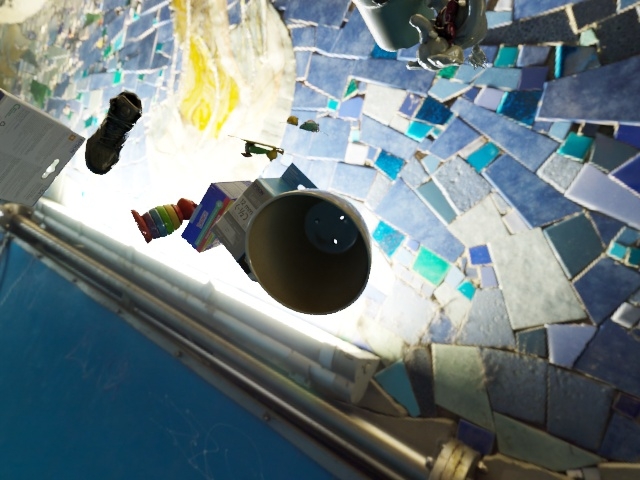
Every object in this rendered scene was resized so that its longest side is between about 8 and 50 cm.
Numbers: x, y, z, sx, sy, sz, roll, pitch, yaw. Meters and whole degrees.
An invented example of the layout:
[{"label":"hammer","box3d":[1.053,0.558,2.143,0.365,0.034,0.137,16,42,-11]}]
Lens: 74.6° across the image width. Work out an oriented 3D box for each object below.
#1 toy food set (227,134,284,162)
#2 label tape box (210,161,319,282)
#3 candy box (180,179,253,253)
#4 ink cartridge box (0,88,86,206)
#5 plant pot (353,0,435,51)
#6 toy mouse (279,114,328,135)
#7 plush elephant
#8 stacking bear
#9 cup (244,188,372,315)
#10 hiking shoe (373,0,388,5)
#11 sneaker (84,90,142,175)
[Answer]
[{"label":"toy food set","box3d":[-0.250,-0.351,1.650,0.217,0.071,0.128,17,-169,15]},{"label":"label tape box","box3d":[-0.156,-0.069,1.359,0.249,0.348,0.115,47,-168,24]},{"label":"candy box","box3d":[-0.391,-0.109,1.740,0.122,0.268,0.317,40,-160,9]},{"label":"ink cartridge box","box3d":[-0.998,-0.288,1.375,0.071,0.324,0.330,38,179,12]},{"label":"plant pot","box3d":[0.280,-0.940,1.602,0.341,0.341,0.334,17,166,32]},{"label":"toy mouse","box3d":[-0.036,-0.373,1.354,0.143,0.031,0.161,21,-160,11]},{"label":"plush elephant","box3d":[0.405,-0.684,1.397,0.255,0.330,0.272,-31,-160,-13]},{"label":"stacking bear","box3d":[-0.725,-0.112,2.007,0.289,0.164,0.175,-28,170,-22]},{"label":"cup","box3d":[0.000,0.000,1.129,0.330,0.331,0.237,16,-154,14]},{"label":"hiking shoe","box3d":[0.228,-0.837,1.289,0.086,0.227,0.114,29,174,-11]},{"label":"sneaker","box3d":[-0.508,-0.273,1.032,0.087,0.228,0.130,30,163,-22]}]
